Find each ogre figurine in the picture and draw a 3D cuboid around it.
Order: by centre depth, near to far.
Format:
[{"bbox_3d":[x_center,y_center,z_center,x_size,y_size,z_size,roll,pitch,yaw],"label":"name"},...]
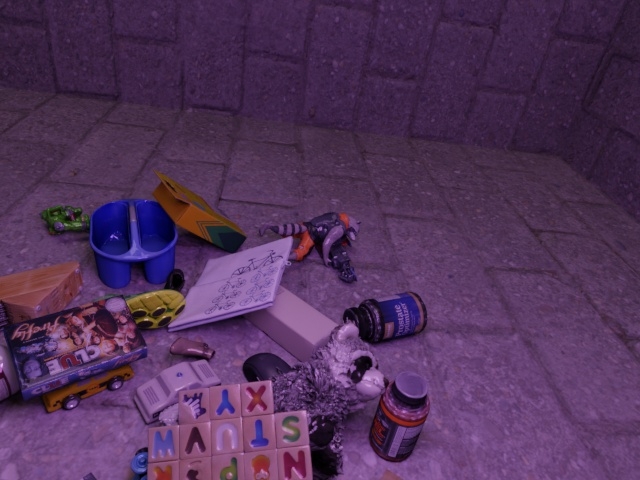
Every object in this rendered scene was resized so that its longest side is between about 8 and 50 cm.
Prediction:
[{"bbox_3d":[-0.829,-0.071,1.523,0.118,0.097,0.197,-12,48,-49],"label":"ogre figurine"}]

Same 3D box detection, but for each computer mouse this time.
[{"bbox_3d":[-0.058,0.335,1.133,0.184,0.060,0.262,-17,42,-35],"label":"computer mouse"}]

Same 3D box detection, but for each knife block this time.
[{"bbox_3d":[-0.798,0.139,1.207,0.241,0.088,0.276,13,33,3],"label":"knife block"}]

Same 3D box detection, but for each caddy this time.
[{"bbox_3d":[-0.565,-0.012,1.423,0.241,0.179,0.341,-6,36,-22],"label":"caddy"}]

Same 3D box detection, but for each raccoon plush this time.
[{"bbox_3d":[-0.085,0.296,0.993,0.445,0.216,0.299,14,44,6],"label":"raccoon plush"}]

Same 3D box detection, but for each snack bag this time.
[{"bbox_3d":[-0.237,0.106,1.318,0.322,0.037,0.343,-17,27,18],"label":"snack bag"}]

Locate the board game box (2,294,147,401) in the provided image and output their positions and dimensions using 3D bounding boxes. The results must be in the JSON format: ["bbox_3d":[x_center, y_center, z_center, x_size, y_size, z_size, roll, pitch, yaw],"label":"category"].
[{"bbox_3d":[-0.523,0.221,1.009,0.243,0.042,0.165,-16,53,-37],"label":"board game box"}]

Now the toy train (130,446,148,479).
[{"bbox_3d":[-0.283,0.454,0.867,0.105,0.080,0.184,-13,39,-32],"label":"toy train"}]

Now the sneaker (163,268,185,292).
[{"bbox_3d":[-0.412,0.120,1.335,0.051,0.089,0.170,31,32,-17],"label":"sneaker"}]

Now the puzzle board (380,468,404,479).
[{"bbox_3d":[0.167,0.532,0.934,0.128,0.011,0.096,25,37,23],"label":"puzzle board"}]

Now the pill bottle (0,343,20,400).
[{"bbox_3d":[-0.708,0.290,0.968,0.121,0.121,0.221,29,37,28],"label":"pill bottle"}]

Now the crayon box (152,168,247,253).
[{"bbox_3d":[-0.406,-0.090,1.515,0.202,0.081,0.318,42,4,40],"label":"crayon box"}]

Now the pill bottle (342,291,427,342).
[{"bbox_3d":[0.180,0.220,1.319,0.219,0.123,0.123,-7,36,-24],"label":"pill bottle"}]

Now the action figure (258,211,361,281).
[{"bbox_3d":[0.000,0.000,1.571,0.329,0.179,0.341,-17,38,-22],"label":"action figure"}]

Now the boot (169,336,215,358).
[{"bbox_3d":[-0.307,0.268,1.142,0.086,0.042,0.118,18,-1,6],"label":"boot"}]

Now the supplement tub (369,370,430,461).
[{"bbox_3d":[0.172,0.374,1.007,0.105,0.198,0.106,7,31,-4],"label":"supplement tub"}]

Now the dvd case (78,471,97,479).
[{"bbox_3d":[-0.445,0.523,0.764,0.179,0.030,0.238,31,39,29],"label":"dvd case"}]

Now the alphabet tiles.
[{"bbox_3d":[-0.153,0.422,0.786,0.284,0.011,0.343,-7,72,2],"label":"alphabet tiles"}]

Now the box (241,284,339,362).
[{"bbox_3d":[-0.089,0.217,1.277,0.275,0.094,0.113,32,39,30],"label":"box"}]

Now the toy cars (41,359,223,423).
[{"bbox_3d":[-0.421,0.307,1.051,0.393,0.087,0.177,8,33,-3],"label":"toy cars"}]

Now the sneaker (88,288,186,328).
[{"bbox_3d":[-0.500,0.171,1.200,0.295,0.110,0.123,-12,32,-15],"label":"sneaker"}]
